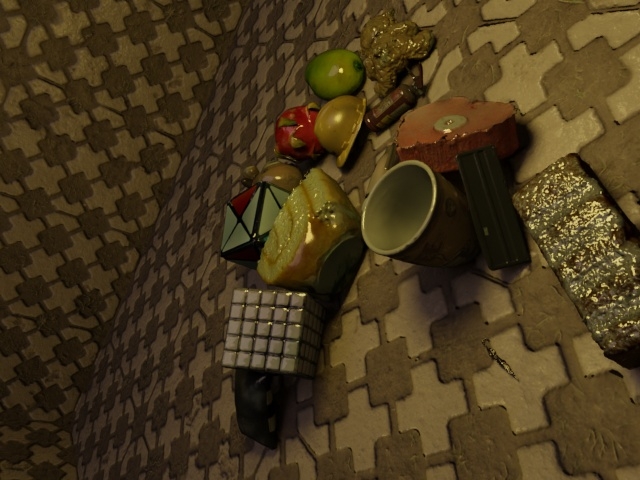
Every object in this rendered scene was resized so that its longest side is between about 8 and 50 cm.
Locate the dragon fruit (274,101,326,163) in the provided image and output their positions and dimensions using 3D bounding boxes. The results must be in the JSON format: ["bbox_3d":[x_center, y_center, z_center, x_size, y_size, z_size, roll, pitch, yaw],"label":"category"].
[{"bbox_3d":[-0.057,-0.395,1.884,0.227,0.224,0.224,9,79,43],"label":"dragon fruit"}]

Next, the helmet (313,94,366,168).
[{"bbox_3d":[0.051,-0.391,1.736,0.205,0.140,0.257,-127,59,-76],"label":"helmet"}]

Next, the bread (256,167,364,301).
[{"bbox_3d":[0.006,-0.006,1.563,0.264,0.239,0.395,28,92,53],"label":"bread"}]

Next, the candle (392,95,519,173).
[{"bbox_3d":[0.316,-0.244,1.266,0.287,0.131,0.317,-31,29,-23],"label":"candle"}]

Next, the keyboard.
[{"bbox_3d":[0.396,-0.024,1.119,0.103,0.041,0.381,-15,77,3],"label":"keyboard"}]

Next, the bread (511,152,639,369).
[{"bbox_3d":[0.518,0.019,0.953,0.165,0.113,0.417,-43,41,29],"label":"bread"}]

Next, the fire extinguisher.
[{"bbox_3d":[0.236,-0.449,1.592,0.252,0.106,0.075,-34,27,40],"label":"fire extinguisher"}]

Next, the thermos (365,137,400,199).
[{"bbox_3d":[0.205,-0.206,1.491,0.105,0.137,0.193,13,72,14],"label":"thermos"}]

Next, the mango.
[{"bbox_3d":[0.035,-0.625,1.921,0.192,0.156,0.343,-58,31,0],"label":"mango"}]

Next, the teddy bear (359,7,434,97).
[{"bbox_3d":[0.218,-0.642,1.682,0.267,0.156,0.256,-47,38,30],"label":"teddy bear"}]

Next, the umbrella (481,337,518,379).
[{"bbox_3d":[0.384,0.257,1.095,0.022,0.013,0.122,-37,40,6],"label":"umbrella"}]

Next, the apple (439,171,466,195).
[{"bbox_3d":[0.320,-0.141,1.316,0.114,0.102,0.099,-36,47,40],"label":"apple"}]

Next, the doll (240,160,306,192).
[{"bbox_3d":[-0.188,-0.221,1.986,0.330,0.235,0.174,-165,67,-64],"label":"doll"}]

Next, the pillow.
[{"bbox_3d":[-0.213,0.530,1.634,0.186,0.106,0.250,-1,97,50],"label":"pillow"}]

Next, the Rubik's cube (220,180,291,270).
[{"bbox_3d":[-0.188,-0.038,1.825,0.250,0.246,0.248,-20,57,47],"label":"Rubik's cube"}]

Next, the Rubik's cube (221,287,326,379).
[{"bbox_3d":[-0.133,0.278,1.516,0.237,0.237,0.238,4,74,17],"label":"Rubik's cube"}]

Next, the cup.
[{"bbox_3d":[0.239,-0.040,1.237,0.301,0.257,0.227,17,84,55],"label":"cup"}]

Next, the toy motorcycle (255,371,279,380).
[{"bbox_3d":[-0.199,0.357,1.747,0.205,0.127,0.275,-18,65,50],"label":"toy motorcycle"}]
